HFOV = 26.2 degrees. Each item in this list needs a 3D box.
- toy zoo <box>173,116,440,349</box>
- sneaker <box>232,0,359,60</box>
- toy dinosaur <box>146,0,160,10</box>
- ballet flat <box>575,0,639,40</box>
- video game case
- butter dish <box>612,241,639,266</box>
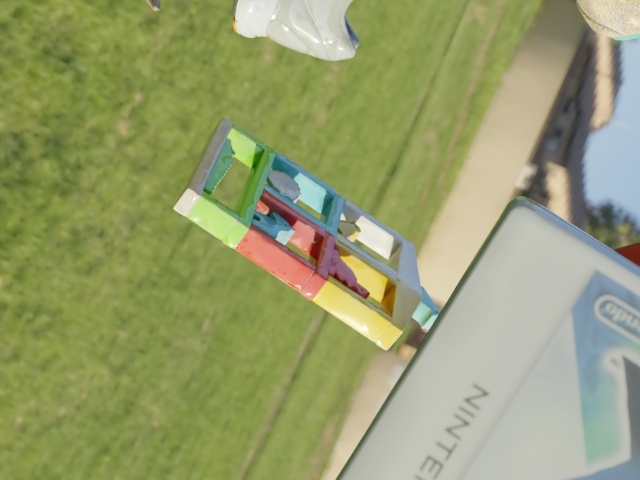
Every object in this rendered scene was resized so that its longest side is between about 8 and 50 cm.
[{"bbox_3d":[0.000,0.000,1.378,0.030,0.293,0.192,-52,-170,25],"label":"toy zoo"},{"bbox_3d":[0.031,-0.268,1.115,0.099,0.121,0.262,-71,-174,-81],"label":"sneaker"},{"bbox_3d":[-0.215,-0.265,1.195,0.200,0.296,0.127,16,93,-62],"label":"toy dinosaur"},{"bbox_3d":[0.321,-0.231,0.983,0.316,0.106,0.107,-18,-139,28],"label":"ballet flat"},{"bbox_3d":[0.143,0.192,0.578,0.300,0.329,0.036,-58,173,5],"label":"video game case"},{"bbox_3d":[0.386,0.082,1.504,0.118,0.160,0.160,32,44,-66],"label":"butter dish"}]
